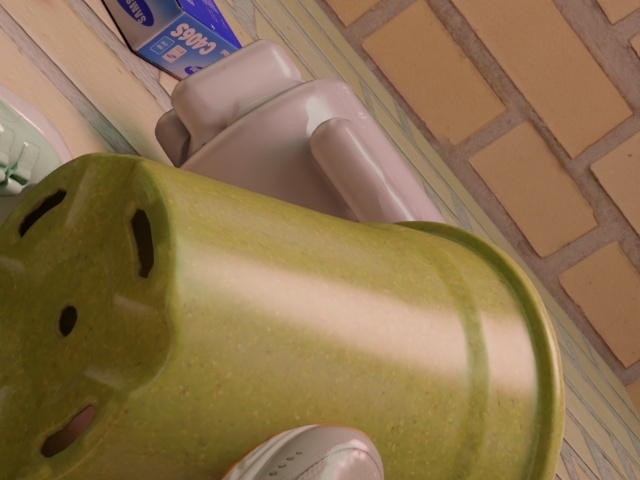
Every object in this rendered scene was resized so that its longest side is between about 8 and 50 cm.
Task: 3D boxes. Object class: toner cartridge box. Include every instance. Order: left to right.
[{"bbox_3d":[-0.225,-0.345,1.569,0.347,0.075,0.165,59,14,21],"label":"toner cartridge box"}]

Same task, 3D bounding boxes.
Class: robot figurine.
[{"bbox_3d":[0.000,0.000,1.191,0.353,0.200,0.300,56,-22,5],"label":"robot figurine"}]

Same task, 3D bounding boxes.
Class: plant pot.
[{"bbox_3d":[-0.050,0.078,0.753,0.254,0.276,0.276,26,29,-42],"label":"plant pot"}]

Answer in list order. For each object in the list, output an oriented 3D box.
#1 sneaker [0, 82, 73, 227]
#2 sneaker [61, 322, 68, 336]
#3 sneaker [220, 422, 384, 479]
[{"bbox_3d":[-0.223,-0.032,0.773,0.256,0.094,0.151,59,27,-51],"label":"sneaker"},{"bbox_3d":[-0.163,0.023,0.813,0.044,0.040,0.109,55,43,-66],"label":"sneaker"},{"bbox_3d":[-0.010,0.193,0.566,0.099,0.121,0.262,48,51,-32],"label":"sneaker"}]
